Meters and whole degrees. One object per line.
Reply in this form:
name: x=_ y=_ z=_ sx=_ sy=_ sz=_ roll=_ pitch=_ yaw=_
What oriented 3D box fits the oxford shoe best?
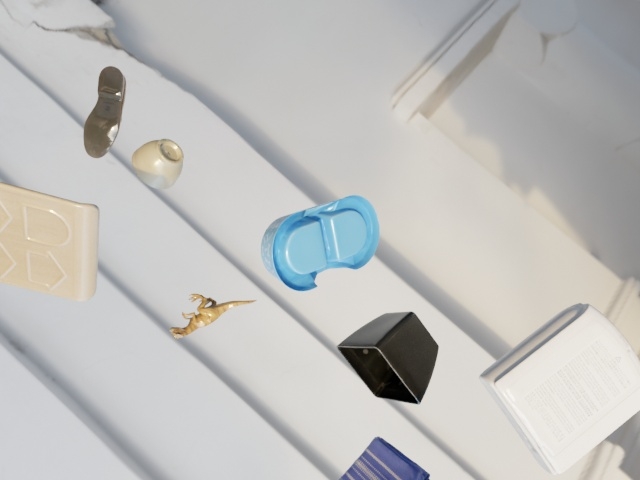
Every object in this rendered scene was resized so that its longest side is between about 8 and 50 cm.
oxford shoe: x=-0.496 y=-0.294 z=1.191 sx=0.076 sy=0.076 sz=0.213 roll=-134 pitch=-118 yaw=-83

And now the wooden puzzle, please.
wooden puzzle: x=-0.729 y=-0.011 z=1.251 sx=0.081 sy=0.347 sz=0.322 roll=-92 pitch=-161 yaw=-51

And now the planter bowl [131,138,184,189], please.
planter bowl: x=-0.515 y=-0.263 z=1.651 sx=0.109 sy=0.162 sz=0.162 roll=-32 pitch=-173 yaw=36

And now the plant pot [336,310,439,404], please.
plant pot: x=0.191 y=0.287 z=1.303 sx=0.167 sy=0.188 sz=0.187 roll=-42 pitch=-168 yaw=-29

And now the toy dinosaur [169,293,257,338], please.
toy dinosaur: x=-0.265 y=0.174 z=1.239 sx=0.211 sy=0.112 sz=0.064 roll=-28 pitch=140 yaw=-13

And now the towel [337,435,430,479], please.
towel: x=0.074 y=0.599 z=1.116 sx=0.336 sy=0.040 sz=0.243 roll=-42 pitch=-162 yaw=-16

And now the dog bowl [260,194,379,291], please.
dog bowl: x=0.000 y=0.000 z=1.097 sx=0.297 sy=0.166 sz=0.074 roll=-20 pitch=-164 yaw=-35

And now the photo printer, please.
photo printer: x=0.534 y=0.304 z=1.088 sx=0.307 sy=0.256 sz=0.107 roll=-36 pitch=179 yaw=-6
